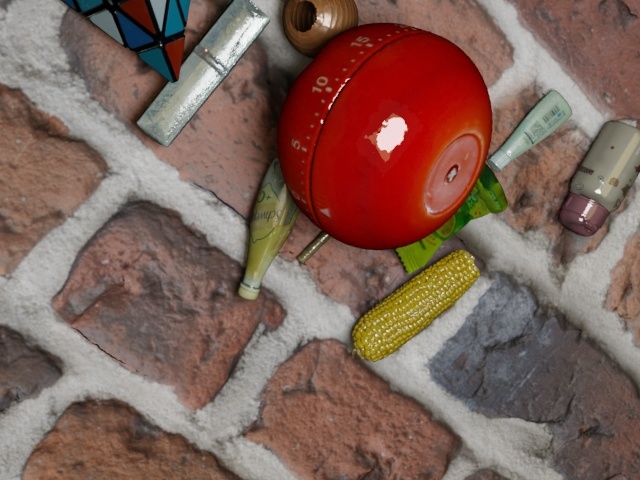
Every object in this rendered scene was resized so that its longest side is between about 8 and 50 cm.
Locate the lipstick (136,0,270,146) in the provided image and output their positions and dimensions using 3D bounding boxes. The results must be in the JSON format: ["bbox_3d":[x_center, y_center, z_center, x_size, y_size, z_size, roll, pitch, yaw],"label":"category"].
[{"bbox_3d":[-0.204,-0.290,1.284,0.076,0.077,0.290,37,93,-16],"label":"lipstick"}]

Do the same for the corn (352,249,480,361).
[{"bbox_3d":[0.181,0.133,1.478,0.310,0.101,0.101,-39,109,-6],"label":"corn"}]

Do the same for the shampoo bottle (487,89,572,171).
[{"bbox_3d":[0.414,-0.211,1.482,0.190,0.041,0.069,-43,115,-1],"label":"shampoo bottle"}]

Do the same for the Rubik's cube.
[{"bbox_3d":[-0.247,-0.426,1.218,0.250,0.284,0.234,50,58,-26],"label":"Rubik's cube"}]

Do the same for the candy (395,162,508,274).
[{"bbox_3d":[0.239,-0.057,1.462,0.246,0.069,0.149,-38,114,-8],"label":"candy"}]

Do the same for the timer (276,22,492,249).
[{"bbox_3d":[0.116,-0.166,1.251,0.378,0.279,0.378,-29,136,-33],"label":"timer"}]

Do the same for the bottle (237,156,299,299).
[{"bbox_3d":[-0.094,-0.018,1.375,0.083,0.083,0.270,16,98,-18],"label":"bottle"}]

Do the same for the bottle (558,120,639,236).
[{"bbox_3d":[0.572,-0.119,1.511,0.110,0.110,0.233,27,96,-19],"label":"bottle"}]

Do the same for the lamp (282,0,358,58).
[{"bbox_3d":[0.000,-0.383,1.286,0.136,0.136,0.136,-3,104,-14],"label":"lamp"}]

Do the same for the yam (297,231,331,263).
[{"bbox_3d":[0.000,0.000,1.438,0.116,0.021,0.021,-45,110,1],"label":"yam"}]
